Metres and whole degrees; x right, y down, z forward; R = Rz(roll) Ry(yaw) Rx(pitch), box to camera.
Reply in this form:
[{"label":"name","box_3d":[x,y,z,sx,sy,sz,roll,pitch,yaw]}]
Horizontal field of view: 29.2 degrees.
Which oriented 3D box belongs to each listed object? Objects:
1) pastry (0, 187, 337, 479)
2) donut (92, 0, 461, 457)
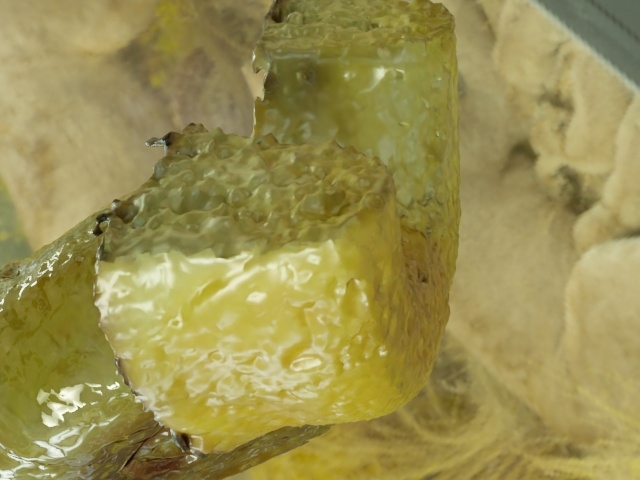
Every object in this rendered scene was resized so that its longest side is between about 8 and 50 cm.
[{"label":"pastry","box_3d":[-0.104,0.071,0.825,0.356,0.356,0.164,115,136,-63]},{"label":"donut","box_3d":[0.002,0.001,0.515,0.259,0.101,0.152,-69,-25,-56]}]
